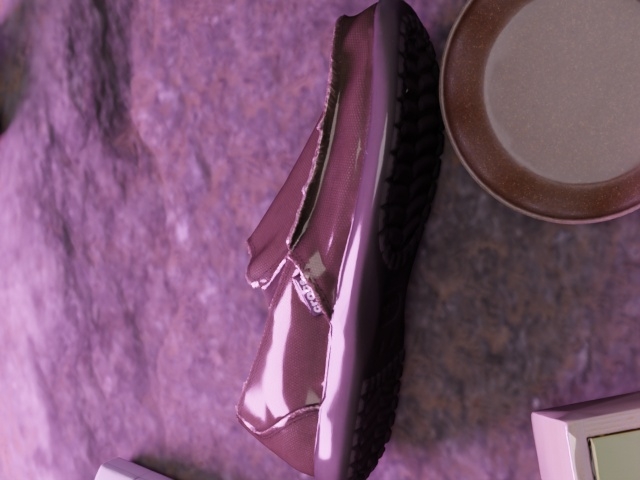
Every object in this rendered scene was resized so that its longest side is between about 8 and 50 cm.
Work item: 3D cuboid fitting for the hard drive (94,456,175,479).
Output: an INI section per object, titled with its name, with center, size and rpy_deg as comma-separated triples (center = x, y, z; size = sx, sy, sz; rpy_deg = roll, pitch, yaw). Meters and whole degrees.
[hard drive]
center = -0.047, 0.344, 1.021
size = 0.353, 0.047, 0.233
rpy_deg = 18, 98, 19

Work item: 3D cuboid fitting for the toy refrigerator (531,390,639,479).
[toy refrigerator]
center = 0.225, 0.244, 0.873
size = 0.102, 0.094, 0.270
rpy_deg = -9, 88, -7

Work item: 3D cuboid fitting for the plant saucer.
[plant saucer]
center = 0.184, -0.112, 0.921
size = 0.198, 0.036, 0.199
rpy_deg = 2, 96, 23

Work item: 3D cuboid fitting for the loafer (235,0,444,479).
[loafer]
center = 0.000, 0.000, 0.945
size = 0.130, 0.134, 0.366
rpy_deg = 11, 96, 20

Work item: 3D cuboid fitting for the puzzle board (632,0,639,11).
[puzzle board]
center = 0.277, -0.219, 0.900
size = 0.096, 0.011, 0.128
rpy_deg = 11, 96, 20
